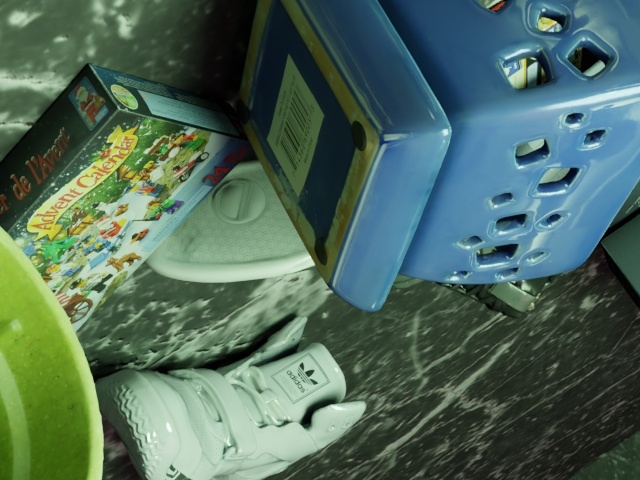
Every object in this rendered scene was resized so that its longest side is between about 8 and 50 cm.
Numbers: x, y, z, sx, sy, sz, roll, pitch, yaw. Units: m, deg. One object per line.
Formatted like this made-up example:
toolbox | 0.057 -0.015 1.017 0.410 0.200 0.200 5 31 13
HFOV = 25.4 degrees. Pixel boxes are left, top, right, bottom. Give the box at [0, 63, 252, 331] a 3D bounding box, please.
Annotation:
box | -0.174 -0.017 1.014 0.233 0.044 0.159 -45 155 21

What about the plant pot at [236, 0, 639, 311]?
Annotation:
plant pot | 0.075 -0.102 0.965 0.212 0.236 0.236 -16 151 -23

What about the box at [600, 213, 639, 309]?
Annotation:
box | 0.427 0.016 1.675 0.153 0.108 0.207 -35 163 5

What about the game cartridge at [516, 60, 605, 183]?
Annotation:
game cartridge | 0.251 -0.118 1.280 0.294 0.060 0.196 -36 175 -32

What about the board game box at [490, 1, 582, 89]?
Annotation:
board game box | 0.134 -0.130 1.211 0.193 0.045 0.147 -32 157 -6

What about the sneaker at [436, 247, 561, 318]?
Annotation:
sneaker | 0.149 0.008 1.367 0.293 0.146 0.102 -2 140 -53

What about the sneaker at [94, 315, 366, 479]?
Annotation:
sneaker | -0.081 0.155 1.365 0.210 0.137 0.366 -34 162 -5

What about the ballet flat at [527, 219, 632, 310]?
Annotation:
ballet flat | 0.313 0.010 1.704 0.249 0.058 0.084 -31 157 -8

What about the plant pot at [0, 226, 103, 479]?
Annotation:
plant pot | -0.320 0.125 0.865 0.254 0.276 0.276 -31 160 23

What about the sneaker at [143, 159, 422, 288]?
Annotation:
sneaker | 0.000 0.000 1.160 0.295 0.105 0.147 -15 152 -11

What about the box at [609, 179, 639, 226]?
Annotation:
box | 0.368 -0.107 1.550 0.183 0.059 0.233 -18 153 -38
